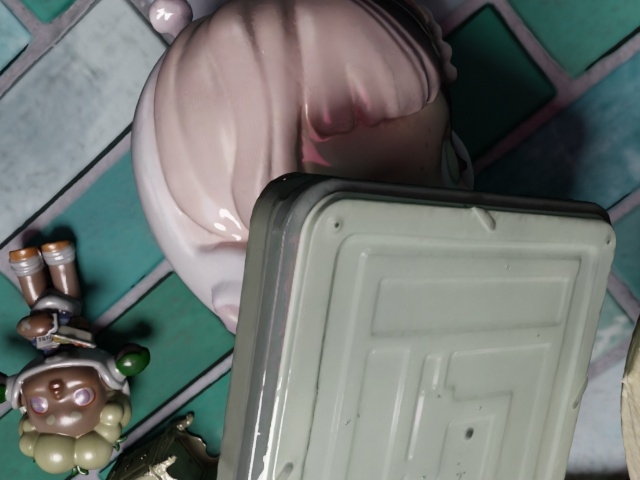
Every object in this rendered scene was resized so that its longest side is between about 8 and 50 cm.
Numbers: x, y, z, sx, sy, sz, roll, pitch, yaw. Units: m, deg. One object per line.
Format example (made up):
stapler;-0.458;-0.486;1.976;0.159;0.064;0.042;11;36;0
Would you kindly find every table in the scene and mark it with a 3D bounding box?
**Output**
table;-0.137;0.209;0.698;0.083;0.079;0.062;-33;102;12

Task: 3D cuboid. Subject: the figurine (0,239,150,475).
figurine;-0.217;0.101;0.667;0.147;0.093;0.197;-12;104;-3

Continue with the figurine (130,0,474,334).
figurine;-0.003;0.004;0.544;0.210;0.253;0.362;-2;115;23

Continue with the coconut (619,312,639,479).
coconut;0.354;0.095;0.481;0.346;0.360;0.347;-18;125;-28

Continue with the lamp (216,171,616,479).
lamp;0.063;0.101;0.458;0.269;0.047;0.267;1;102;-40
